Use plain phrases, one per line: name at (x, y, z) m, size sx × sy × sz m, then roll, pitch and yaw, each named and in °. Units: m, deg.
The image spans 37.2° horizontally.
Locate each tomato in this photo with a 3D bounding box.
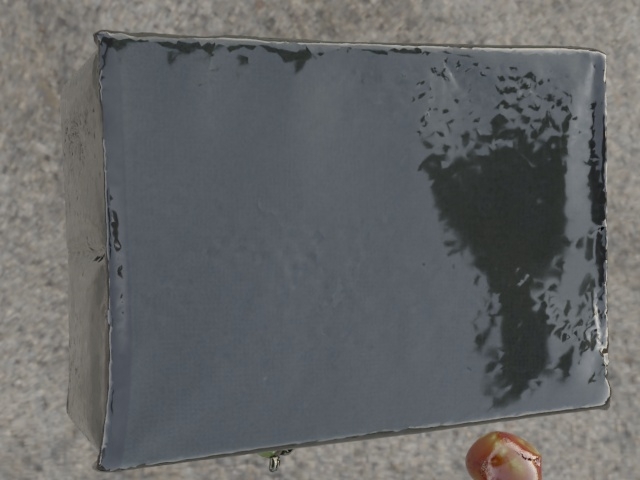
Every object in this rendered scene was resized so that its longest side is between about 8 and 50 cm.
tomato at (0.203, 0.248, 1.042) m, size 0.087 × 0.087 × 0.075 m, roll 44°, pitch 89°, yaw -10°

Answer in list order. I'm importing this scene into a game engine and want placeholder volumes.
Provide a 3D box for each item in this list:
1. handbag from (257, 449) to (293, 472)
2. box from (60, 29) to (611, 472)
handbag at (-0.055, 0.146, 0.828) m, size 0.111 × 0.072 × 0.047 m, roll 63°, pitch 24°, yaw -10°
box at (0.000, 0.000, 0.663) m, size 0.345 × 0.204 × 0.251 m, roll -2°, pitch 90°, yaw -22°
